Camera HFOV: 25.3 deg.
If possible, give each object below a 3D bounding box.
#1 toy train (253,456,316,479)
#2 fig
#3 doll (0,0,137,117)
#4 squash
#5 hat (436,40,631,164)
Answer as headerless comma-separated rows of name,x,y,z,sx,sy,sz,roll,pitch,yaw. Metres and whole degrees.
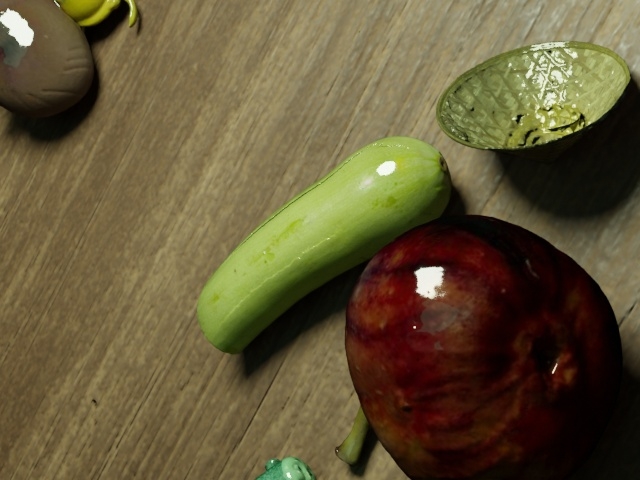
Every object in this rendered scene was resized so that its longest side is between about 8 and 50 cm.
toy train,-0.092,0.267,1.152,0.251,0.085,0.119,-35,48,18
fig,0.094,0.076,1.028,0.186,0.203,0.249,-40,18,-15
doll,-0.250,-0.194,1.348,0.188,0.096,0.145,-18,85,2
squash,0.000,0.000,1.147,0.250,0.083,0.083,-35,63,24
hat,0.165,-0.085,1.074,0.146,0.067,0.146,-14,34,10
